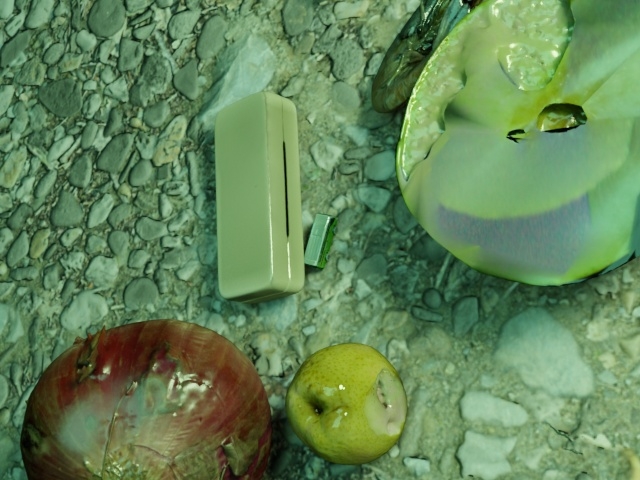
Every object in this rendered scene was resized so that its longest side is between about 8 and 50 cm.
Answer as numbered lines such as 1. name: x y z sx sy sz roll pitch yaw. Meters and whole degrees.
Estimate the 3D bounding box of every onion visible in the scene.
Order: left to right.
1. onion: -0.240 0.266 1.237 0.354 0.354 0.353 -6 77 25

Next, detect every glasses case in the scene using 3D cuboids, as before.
1. glasses case: -0.097 -0.065 1.366 0.131 0.070 0.312 -17 71 43

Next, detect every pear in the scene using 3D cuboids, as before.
1. pear: 0.034 0.222 1.205 0.178 0.178 0.178 -6 77 25
2. pear: 0.306 -0.127 1.144 0.399 0.165 0.398 -6 76 25

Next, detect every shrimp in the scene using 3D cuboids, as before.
1. shrimp: 0.167 -0.301 1.260 0.289 0.075 0.178 -46 23 10

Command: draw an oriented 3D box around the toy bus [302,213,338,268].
1. toy bus: 0.000 0.000 1.341 0.031 0.037 0.083 13 85 28
